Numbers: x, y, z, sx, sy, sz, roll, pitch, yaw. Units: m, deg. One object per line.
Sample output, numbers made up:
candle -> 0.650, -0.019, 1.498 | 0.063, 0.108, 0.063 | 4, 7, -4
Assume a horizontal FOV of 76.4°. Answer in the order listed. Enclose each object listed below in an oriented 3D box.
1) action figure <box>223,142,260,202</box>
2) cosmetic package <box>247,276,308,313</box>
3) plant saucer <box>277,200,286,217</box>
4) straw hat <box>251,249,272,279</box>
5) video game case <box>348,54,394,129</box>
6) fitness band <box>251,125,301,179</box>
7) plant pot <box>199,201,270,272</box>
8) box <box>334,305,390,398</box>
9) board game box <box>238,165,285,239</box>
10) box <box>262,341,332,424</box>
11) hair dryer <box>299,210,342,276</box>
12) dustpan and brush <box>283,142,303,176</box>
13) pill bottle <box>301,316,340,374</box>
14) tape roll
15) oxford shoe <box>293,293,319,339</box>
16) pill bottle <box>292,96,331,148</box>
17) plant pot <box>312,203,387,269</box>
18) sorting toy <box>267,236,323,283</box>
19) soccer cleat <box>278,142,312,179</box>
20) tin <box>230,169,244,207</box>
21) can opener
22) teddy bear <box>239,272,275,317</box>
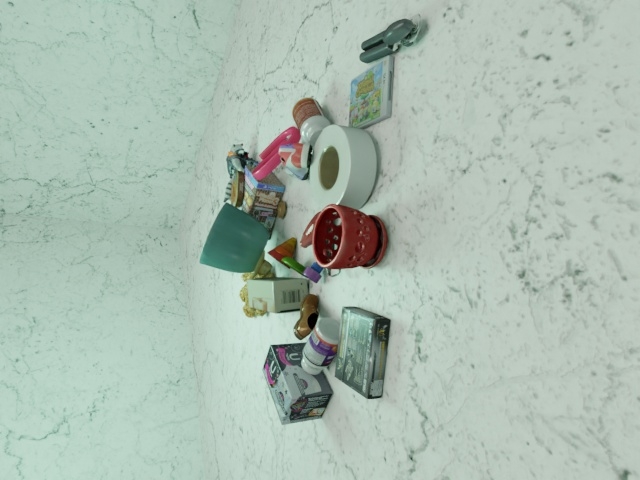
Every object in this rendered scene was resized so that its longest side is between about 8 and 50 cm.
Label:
action figure -> -0.451, -0.375, 2.265 | 0.341, 0.179, 0.330 | 15, 108, 63
cosmetic package -> -0.183, 0.221, 1.685 | 0.296, 0.153, 0.129 | -6, 87, 62
plant saucer -> -0.176, -0.143, 1.884 | 0.083, 0.015, 0.083 | -18, 69, 58
straw hat -> -0.237, 0.116, 1.722 | 0.144, 0.061, 0.144 | -157, 90, -89
video game case -> 0.161, -0.471, 1.336 | 0.212, 0.023, 0.193 | -3, 82, 61
fitness band -> -0.200, -0.390, 1.826 | 0.291, 0.054, 0.209 | -43, 28, 11
plant pot -> -0.362, 0.011, 1.795 | 0.293, 0.235, 0.293 | -157, 90, -84
box -> 0.122, 0.329, 1.226 | 0.183, 0.056, 0.231 | 6, 90, 61
board game box -> -0.310, -0.185, 2.002 | 0.232, 0.141, 0.291 | 51, 129, 51
box -> -0.091, 0.503, 1.464 | 0.247, 0.163, 0.142 | 53, 132, 50
hair dryer -> 0.000, 0.000, 1.451 | 0.293, 0.080, 0.223 | 9, 80, 63
dustpan and brush -> -0.132, -0.346, 1.816 | 0.211, 0.060, 0.147 | 7, 79, 55
pill bottle -> 0.004, 0.363, 1.378 | 0.193, 0.108, 0.108 | -65, 34, 31
tape roll -> 0.068, -0.239, 1.360 | 0.286, 0.100, 0.286 | -1, 89, 64
oxford shoe -> -0.031, 0.262, 1.455 | 0.076, 0.076, 0.212 | -35, 22, 28
pill bottle -> -0.030, -0.448, 1.571 | 0.121, 0.121, 0.216 | -59, 37, 37
plant pot -> 0.091, -0.007, 1.222 | 0.191, 0.174, 0.191 | -15, 73, 59
sorting toy -> -0.082, 0.062, 1.629 | 0.126, 0.127, 0.365 | -56, 31, -9
soccer cleat -> -0.095, -0.307, 1.571 | 0.318, 0.116, 0.108 | 142, 137, -87
tin -> -0.410, -0.253, 2.011 | 0.106, 0.040, 0.189 | 164, 109, -64
can opener -> 0.192, -0.612, 1.232 | 0.283, 0.095, 0.076 | 15, 98, 60
teddy bear -> -0.331, 0.258, 1.993 | 0.338, 0.113, 0.245 | -24, 66, 57
